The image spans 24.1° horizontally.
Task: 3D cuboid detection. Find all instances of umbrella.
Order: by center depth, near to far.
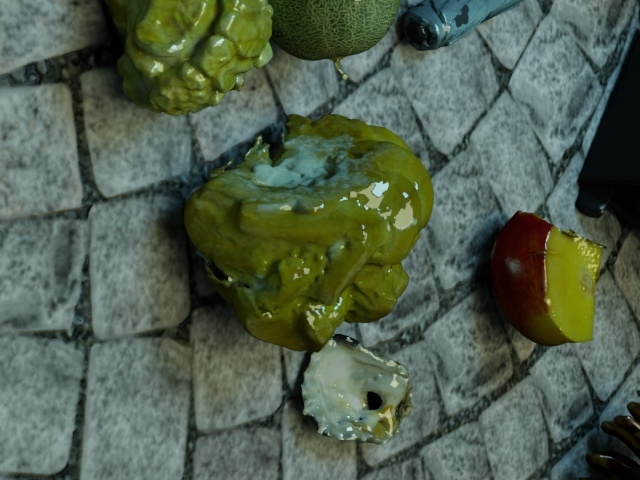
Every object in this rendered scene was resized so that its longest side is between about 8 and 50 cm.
[{"bbox_3d":[0.174,-0.254,1.529,0.250,0.053,0.052,-32,115,-38],"label":"umbrella"}]

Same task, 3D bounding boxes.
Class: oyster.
[{"bbox_3d":[0.037,0.142,1.434,0.146,0.045,0.122,-23,114,-34],"label":"oyster"}]

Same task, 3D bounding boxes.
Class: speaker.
[{"bbox_3d":[0.456,-0.096,1.716,0.232,0.184,0.254,35,72,-33],"label":"speaker"}]

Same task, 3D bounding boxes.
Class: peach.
[{"bbox_3d":[0.236,0.042,1.578,0.151,0.118,0.151,9,90,-84],"label":"peach"}]

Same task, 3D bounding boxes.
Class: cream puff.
[{"bbox_3d":[0.005,0.002,1.303,0.221,0.194,0.195,-36,119,-32],"label":"cream puff"}]

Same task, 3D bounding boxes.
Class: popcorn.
[{"bbox_3d":[-0.100,-0.167,1.203,0.162,0.135,0.141,35,62,-39],"label":"popcorn"}]

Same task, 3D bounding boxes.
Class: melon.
[{"bbox_3d":[0.006,-0.234,1.298,0.139,0.139,0.192,-12,98,-44],"label":"melon"}]

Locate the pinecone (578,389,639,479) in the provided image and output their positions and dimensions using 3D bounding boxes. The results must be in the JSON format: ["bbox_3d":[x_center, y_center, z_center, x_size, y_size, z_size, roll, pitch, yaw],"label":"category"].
[{"bbox_3d":[0.407,0.287,1.699,0.264,0.264,0.264,-6,98,-45],"label":"pinecone"}]
